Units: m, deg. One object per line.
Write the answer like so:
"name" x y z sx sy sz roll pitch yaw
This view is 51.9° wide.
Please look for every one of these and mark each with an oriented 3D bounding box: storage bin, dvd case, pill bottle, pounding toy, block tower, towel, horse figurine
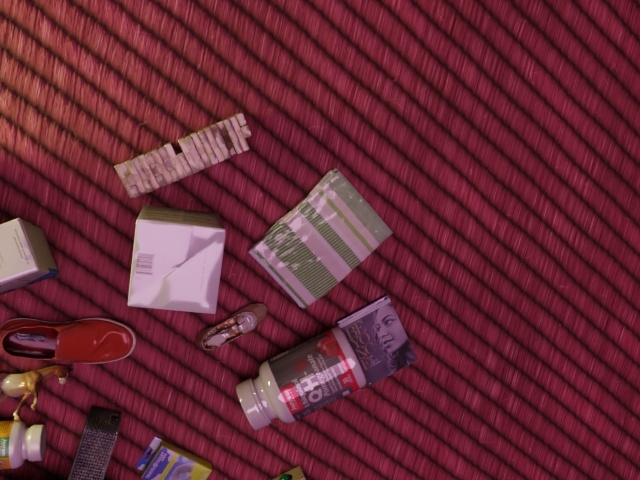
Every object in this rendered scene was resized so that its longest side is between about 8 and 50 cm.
"storage bin" -0.578 0.533 1.684 0.084 0.122 0.180 18 96 -16
"dvd case" 0.161 0.283 1.854 0.164 0.018 0.221 -27 105 -6
"pill bottle" -0.054 0.371 1.739 0.318 0.176 0.176 -26 105 -5
"pounding toy" -0.089 0.713 1.837 0.130 0.100 0.141 -25 105 -7
"block tower" -0.331 -0.208 1.613 0.335 0.097 0.091 -25 104 -6
"towel" 0.000 0.000 1.757 0.325 0.038 0.248 -43 107 -4
"horse figurine" -0.761 0.376 1.611 0.263 0.174 0.066 -12 122 4
"pill bottle" -0.799 0.508 1.633 0.208 0.117 0.118 1 100 -13

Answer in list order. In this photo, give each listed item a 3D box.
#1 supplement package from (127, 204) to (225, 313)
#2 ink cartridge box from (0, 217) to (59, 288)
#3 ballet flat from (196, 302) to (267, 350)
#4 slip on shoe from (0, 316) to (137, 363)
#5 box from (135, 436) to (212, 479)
"supplement package" -0.341 0.037 1.568 0.198 0.262 0.199 7 99 -13
"ink cartridge box" -0.781 0.070 1.479 0.307 0.223 0.129 -21 90 -11
"ballet flat" -0.229 0.234 1.733 0.206 0.067 0.073 -30 105 -6
"slip on shoe" -0.627 0.253 1.632 0.331 0.101 0.123 6 97 -15
"box" -0.398 0.619 1.782 0.178 0.042 0.109 32 92 -17
